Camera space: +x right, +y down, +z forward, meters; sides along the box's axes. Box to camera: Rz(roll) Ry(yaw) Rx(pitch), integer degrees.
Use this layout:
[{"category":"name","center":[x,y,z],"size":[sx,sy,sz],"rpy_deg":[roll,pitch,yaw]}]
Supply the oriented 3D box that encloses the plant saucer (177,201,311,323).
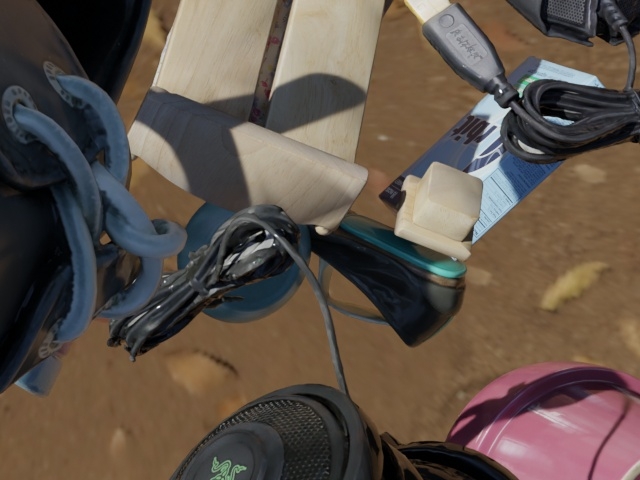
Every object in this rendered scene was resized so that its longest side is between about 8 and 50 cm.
[{"category":"plant saucer","center":[-0.059,0.015,1.570],"size":[0.119,0.021,0.119],"rpy_deg":[-6,106,-21]}]

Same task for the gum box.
[{"category":"gum box","center":[0.147,-0.072,1.585],"size":[0.184,0.157,0.041],"rpy_deg":[-42,108,-3]}]

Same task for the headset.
[{"category":"headset","center":[-0.004,0.161,0.927],"size":[0.185,0.243,0.394],"rpy_deg":[-28,59,23]}]

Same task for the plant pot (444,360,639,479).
[{"category":"plant pot","center":[0.202,0.189,1.301],"size":[0.201,0.180,0.201],"rpy_deg":[-1,91,-23]}]

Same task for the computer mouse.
[{"category":"computer mouse","center":[0.099,-0.141,1.017],"size":[0.184,0.060,0.262],"rpy_deg":[-13,65,-39]}]

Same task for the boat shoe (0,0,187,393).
[{"category":"boat shoe","center":[-0.077,-0.028,0.401],"size":[0.099,0.319,0.116],"rpy_deg":[4,113,-9]}]

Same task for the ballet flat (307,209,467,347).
[{"category":"ballet flat","center":[0.000,0.000,1.648],"size":[0.280,0.095,0.096],"rpy_deg":[36,113,27]}]

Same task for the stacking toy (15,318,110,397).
[{"category":"stacking toy","center":[-0.281,0.025,1.321],"size":[0.309,0.279,0.130],"rpy_deg":[30,83,16]}]

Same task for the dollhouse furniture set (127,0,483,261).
[{"category":"dollhouse furniture set","center":[-0.073,-0.128,1.221],"size":[0.355,0.174,0.303],"rpy_deg":[22,47,-10]}]
